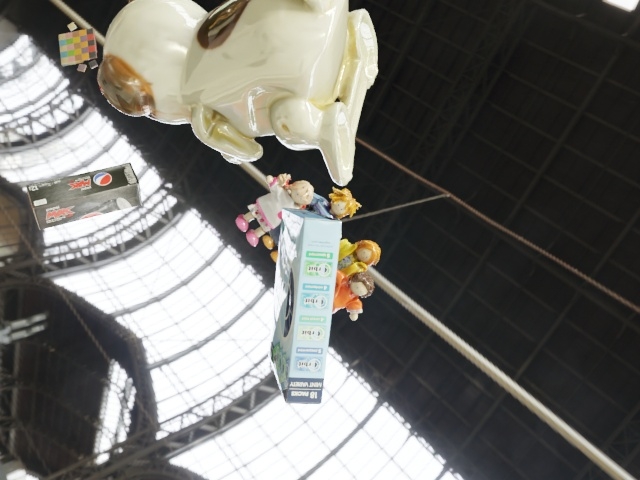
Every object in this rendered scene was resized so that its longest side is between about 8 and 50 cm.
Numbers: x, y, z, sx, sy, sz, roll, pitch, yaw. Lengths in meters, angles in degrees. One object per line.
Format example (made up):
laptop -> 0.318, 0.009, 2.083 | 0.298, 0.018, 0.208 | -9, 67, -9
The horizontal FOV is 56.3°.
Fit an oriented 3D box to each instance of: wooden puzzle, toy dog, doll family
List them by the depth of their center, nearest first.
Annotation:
wooden puzzle -> -0.335, -0.267, 0.827 | 0.006, 0.049, 0.083 | 81, -3, -72
toy dog -> -0.149, -0.273, 0.956 | 0.408, 0.395, 0.284 | 7, -103, 17
doll family -> 0.000, 0.000, 0.956 | 0.163, 0.118, 0.263 | -30, -82, 24

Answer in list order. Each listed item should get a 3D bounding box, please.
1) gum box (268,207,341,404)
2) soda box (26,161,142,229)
gum box -> -0.022, 0.061, 0.654 | 0.157, 0.041, 0.184 | -148, -118, -76
soda box -> -0.386, -0.074, 0.987 | 0.053, 0.169, 0.060 | 59, -27, 30
